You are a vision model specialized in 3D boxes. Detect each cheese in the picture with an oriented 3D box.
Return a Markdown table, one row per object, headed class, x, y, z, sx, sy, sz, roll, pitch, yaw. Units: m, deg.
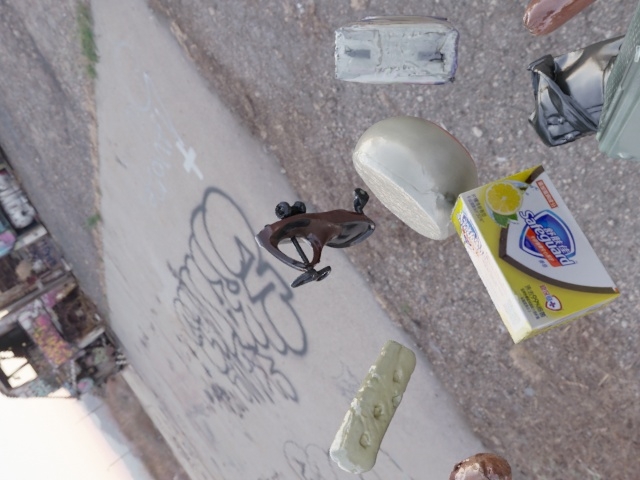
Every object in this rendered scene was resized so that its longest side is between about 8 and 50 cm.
| class | x | y | z | sx | sy | sz | roll | pitch | yaw |
| --- | --- | --- | --- | --- | --- | --- | --- | --- | --- |
| cheese | 0.076 | 0.228 | 0.807 | 0.065 | 0.194 | 0.043 | 39 | 150 | -13 |

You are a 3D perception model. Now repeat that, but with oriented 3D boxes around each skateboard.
| class | x | y | z | sx | sy | sz | roll | pitch | yaw |
| --- | --- | --- | --- | --- | --- | --- | --- | --- | --- |
| skateboard | 0.000 | 0.000 | 0.601 | 0.067 | 0.151 | 0.080 | -43 | 69 | 40 |

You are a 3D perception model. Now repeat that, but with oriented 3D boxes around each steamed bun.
| class | x | y | z | sx | sy | sz | roll | pitch | yaw |
| --- | --- | --- | --- | --- | --- | --- | --- | --- | --- |
| steamed bun | 0.210 | -0.145 | 1.201 | 0.283 | 0.177 | 0.283 | 42 | 175 | 4 |

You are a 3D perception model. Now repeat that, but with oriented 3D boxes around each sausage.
| class | x | y | z | sx | sy | sz | roll | pitch | yaw |
| --- | --- | --- | --- | --- | --- | --- | --- | --- | --- |
| sausage | 0.246 | 0.501 | 0.959 | 0.094 | 0.094 | 0.419 | 23 | 128 | 35 |
| sausage | 0.550 | -0.520 | 1.034 | 0.088 | 0.433 | 0.088 | 50 | -165 | -19 |

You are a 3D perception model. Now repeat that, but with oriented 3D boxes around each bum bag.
| class | x | y | z | sx | sy | sz | roll | pitch | yaw |
| --- | --- | --- | --- | --- | --- | --- | --- | --- | --- |
| bum bag | 0.401 | -0.224 | 0.818 | 0.326 | 0.079 | 0.142 | -11 | 101 | 65 |

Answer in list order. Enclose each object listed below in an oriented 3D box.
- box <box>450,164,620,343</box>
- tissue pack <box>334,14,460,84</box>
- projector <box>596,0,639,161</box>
| class | x | y | z | sx | sy | sz | roll | pitch | yaw |
| --- | --- | --- | --- | --- | --- | --- | --- | --- | --- |
| box | 0.358 | 0.020 | 1.000 | 0.097 | 0.168 | 0.265 | 81 | 170 | -67 |
| tissue pack | 0.170 | -0.412 | 1.246 | 0.242 | 0.344 | 0.126 | 5 | 114 | 9 |
| projector | 0.356 | -0.132 | 0.492 | 0.191 | 0.099 | 0.256 | 12 | 174 | 19 |
